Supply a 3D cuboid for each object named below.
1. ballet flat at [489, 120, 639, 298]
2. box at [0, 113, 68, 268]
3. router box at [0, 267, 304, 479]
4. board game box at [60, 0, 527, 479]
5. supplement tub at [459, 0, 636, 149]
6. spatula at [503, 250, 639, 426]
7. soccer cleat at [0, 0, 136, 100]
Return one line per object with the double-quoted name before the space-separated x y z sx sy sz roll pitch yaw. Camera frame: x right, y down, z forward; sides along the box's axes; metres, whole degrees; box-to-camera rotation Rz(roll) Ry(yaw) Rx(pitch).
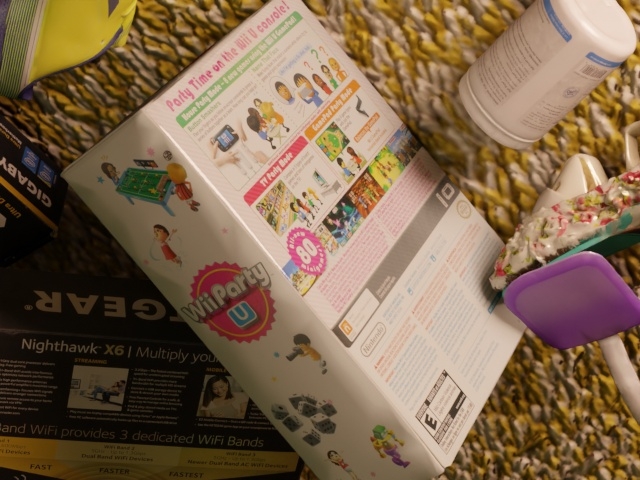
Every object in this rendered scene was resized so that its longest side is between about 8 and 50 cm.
"ballet flat" 0.214 -0.036 1.031 0.241 0.091 0.077 -27 74 29
"box" -0.401 -0.069 1.196 0.257 0.079 0.322 -28 125 24
"router box" -0.165 0.147 1.208 0.309 0.081 0.243 6 125 -14
"board game box" 0.000 0.000 1.049 0.097 0.224 0.303 -33 101 37
"supplement tub" 0.151 -0.119 1.006 0.071 0.071 0.107 44 126 -4
"spatula" 0.233 0.117 1.094 0.084 0.030 0.296 -23 118 29
"soccer cleat" -0.166 -0.201 1.110 0.289 0.093 0.121 -31 132 30
